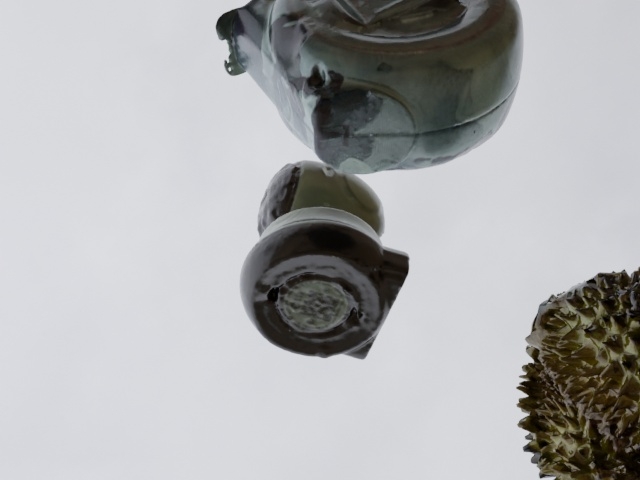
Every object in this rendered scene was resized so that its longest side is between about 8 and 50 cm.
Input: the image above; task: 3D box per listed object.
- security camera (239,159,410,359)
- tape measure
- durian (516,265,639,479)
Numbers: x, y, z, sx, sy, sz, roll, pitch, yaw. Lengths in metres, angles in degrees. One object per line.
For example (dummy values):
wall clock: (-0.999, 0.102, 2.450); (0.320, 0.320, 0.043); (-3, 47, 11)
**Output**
security camera: (0.000, 0.000, 1.000); (0.191, 0.197, 0.277); (16, -145, -8)
tape measure: (0.065, -0.189, 0.746); (0.275, 0.147, 0.256); (-22, -131, -17)
durian: (0.315, 0.149, 0.649); (0.258, 0.293, 0.258); (-3, -79, -17)
